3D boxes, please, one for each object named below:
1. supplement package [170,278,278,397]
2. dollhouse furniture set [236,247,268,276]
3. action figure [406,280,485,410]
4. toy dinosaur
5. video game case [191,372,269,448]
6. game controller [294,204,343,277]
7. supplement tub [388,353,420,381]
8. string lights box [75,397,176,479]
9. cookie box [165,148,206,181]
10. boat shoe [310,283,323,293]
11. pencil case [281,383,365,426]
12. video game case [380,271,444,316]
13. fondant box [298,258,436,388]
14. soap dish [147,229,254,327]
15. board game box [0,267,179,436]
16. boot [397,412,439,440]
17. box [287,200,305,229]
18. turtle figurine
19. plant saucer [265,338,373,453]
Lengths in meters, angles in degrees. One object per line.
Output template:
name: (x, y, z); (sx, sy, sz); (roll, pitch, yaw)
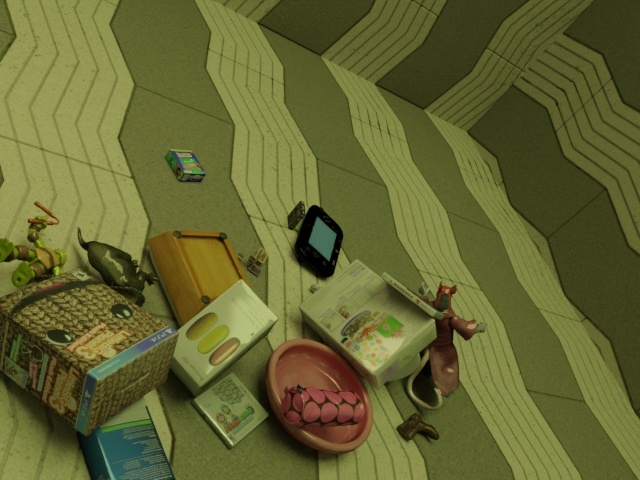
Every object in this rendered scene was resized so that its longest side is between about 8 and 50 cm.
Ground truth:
supplement package: (-0.242, 0.232, 1.601); (0.139, 0.134, 0.244); (46, 63, 7)
dollhouse furniture set: (-0.190, 0.032, 2.061); (0.091, 0.081, 0.114); (37, 31, -8)
action figure: (0.350, 0.290, 2.112); (0.248, 0.370, 0.276); (21, 34, 33)
toy dinosaur: (-0.484, 0.067, 1.605); (0.313, 0.121, 0.160); (59, -2, 14)
video game case: (-0.215, 0.406, 1.629); (0.143, 0.019, 0.157); (48, 31, 9)
game controller: (0.000, 0.000, 2.332); (0.166, 0.067, 0.319); (35, 32, -12)
supplement tub: (0.194, 0.275, 2.089); (0.191, 0.191, 0.272); (22, 36, -30)
string lights box: (-0.382, 0.439, 1.341); (0.133, 0.077, 0.259); (3, 49, -46)
cookie box: (-0.432, -0.240, 2.166); (0.092, 0.040, 0.107); (-5, 54, -50)
boat shoe: (0.008, 0.177, 2.154); (0.100, 0.035, 0.035); (41, 27, -15)
pencil case: (0.007, 0.404, 1.657); (0.209, 0.095, 0.098); (17, 23, -39)
video game case: (0.267, 0.163, 1.948); (0.183, 0.023, 0.201); (37, 2, 19)
fondant box: (0.132, 0.231, 1.946); (0.238, 0.096, 0.330); (-38, 50, -18)
soap dish: (-0.309, 0.099, 1.808); (0.229, 0.118, 0.290); (3, 49, -47)
board game box: (-0.481, 0.211, 1.365); (0.291, 0.141, 0.232); (28, 27, 17)
boot: (0.286, 0.564, 1.980); (0.106, 0.037, 0.114); (39, 25, 20)
box: (-0.083, -0.086, 2.327); (0.018, 0.083, 0.067); (24, 35, -26)
turtle figurine: (-0.641, 0.034, 1.529); (0.269, 0.087, 0.217); (64, 10, 4)
plant saucer: (-0.013, 0.417, 1.782); (0.332, 0.084, 0.332); (28, 33, -21)
